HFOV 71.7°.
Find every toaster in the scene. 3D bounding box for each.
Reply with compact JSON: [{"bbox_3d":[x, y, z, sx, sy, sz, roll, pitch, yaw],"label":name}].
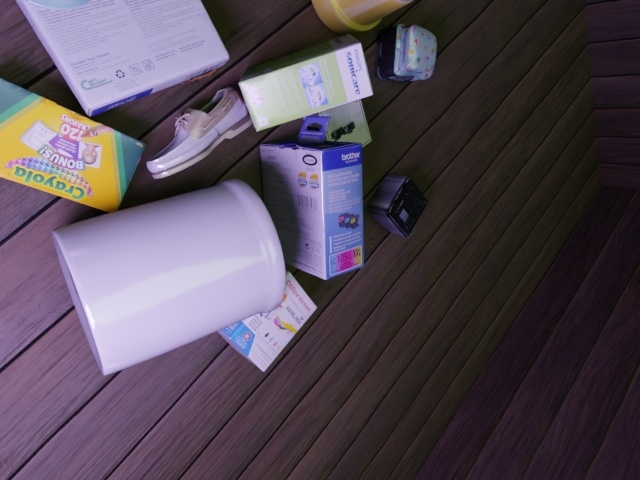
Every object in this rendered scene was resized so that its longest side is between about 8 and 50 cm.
[{"bbox_3d":[0.271,-0.126,1.553,0.185,0.110,0.168,41,75,-40],"label":"toaster"}]

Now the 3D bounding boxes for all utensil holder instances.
[{"bbox_3d":[-0.319,0.069,0.958,0.385,0.327,0.328,-21,115,-33],"label":"utensil holder"}]

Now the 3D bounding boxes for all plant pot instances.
[{"bbox_3d":[0.136,-0.704,1.184,0.253,0.238,0.254,-13,110,-39],"label":"plant pot"}]

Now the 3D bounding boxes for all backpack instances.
[{"bbox_3d":[0.289,-0.595,1.415,0.188,0.144,0.166,-8,102,-42],"label":"backpack"}]

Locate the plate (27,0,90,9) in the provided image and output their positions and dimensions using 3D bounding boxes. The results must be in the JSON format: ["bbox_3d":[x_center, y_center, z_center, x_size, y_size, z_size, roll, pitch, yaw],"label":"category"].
[{"bbox_3d":[-0.487,-0.508,0.783,0.188,0.024,0.189,3,85,-30],"label":"plate"}]

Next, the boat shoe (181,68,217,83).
[{"bbox_3d":[-0.318,-0.388,1.003,0.177,0.060,0.064,-23,116,-34],"label":"boat shoe"}]

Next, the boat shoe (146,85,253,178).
[{"bbox_3d":[-0.293,-0.257,1.039,0.302,0.113,0.103,-48,127,-34],"label":"boat shoe"}]

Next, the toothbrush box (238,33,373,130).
[{"bbox_3d":[-0.036,-0.385,1.066,0.282,0.206,0.122,-18,119,5],"label":"toothbrush box"}]

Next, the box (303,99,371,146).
[{"bbox_3d":[0.032,-0.386,1.288,0.169,0.087,0.290,-39,124,-26],"label":"box"}]

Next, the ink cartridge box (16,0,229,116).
[{"bbox_3d":[-0.400,-0.462,0.886,0.324,0.071,0.330,-34,103,-29],"label":"ink cartridge box"}]

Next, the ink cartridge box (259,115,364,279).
[{"bbox_3d":[-0.025,-0.126,1.191,0.151,0.269,0.396,-19,115,-37],"label":"ink cartridge box"}]

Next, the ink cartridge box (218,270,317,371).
[{"bbox_3d":[-0.166,0.198,1.232,0.233,0.168,0.171,-48,128,-20],"label":"ink cartridge box"}]

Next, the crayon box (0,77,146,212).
[{"bbox_3d":[-0.516,-0.179,0.872,0.278,0.081,0.166,22,93,-43],"label":"crayon box"}]
